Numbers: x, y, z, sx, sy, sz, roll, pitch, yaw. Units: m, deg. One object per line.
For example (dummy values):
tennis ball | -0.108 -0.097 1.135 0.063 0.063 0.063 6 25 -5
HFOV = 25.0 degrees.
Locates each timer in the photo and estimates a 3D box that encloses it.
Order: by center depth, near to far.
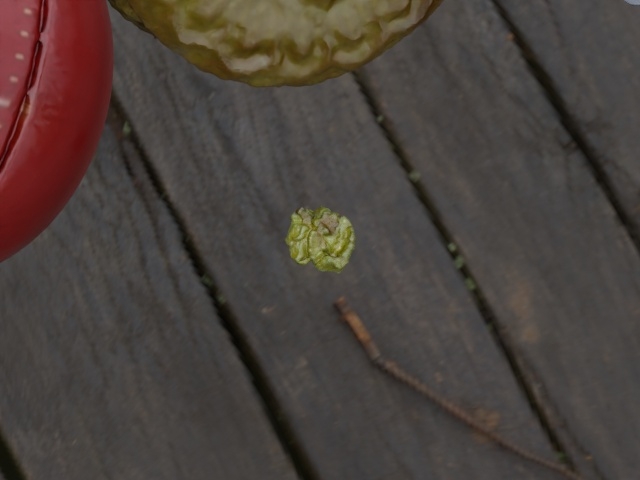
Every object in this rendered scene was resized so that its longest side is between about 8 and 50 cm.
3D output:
timer | -0.354 -0.147 1.290 0.279 0.378 0.378 15 71 -39

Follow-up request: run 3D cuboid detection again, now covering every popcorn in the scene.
popcorn | 0.003 -0.002 1.419 0.068 0.083 0.059 6 113 -45

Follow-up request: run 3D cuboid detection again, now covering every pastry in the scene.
pastry | -0.035 -0.211 0.815 0.240 0.132 0.235 -27 123 -3

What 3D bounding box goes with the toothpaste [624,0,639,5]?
toothpaste | 0.340 -0.215 1.227 0.234 0.089 0.057 -2 106 -42
